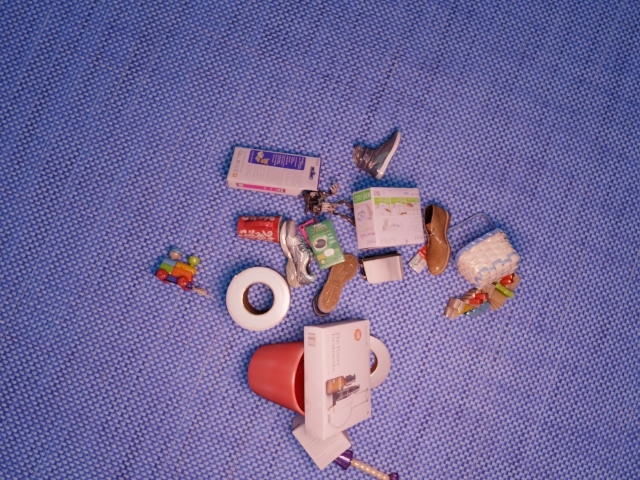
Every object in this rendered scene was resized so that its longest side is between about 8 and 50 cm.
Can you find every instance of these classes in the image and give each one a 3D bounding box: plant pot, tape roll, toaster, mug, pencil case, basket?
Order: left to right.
[{"bbox_3d":[-0.247,-0.062,1.663,0.169,0.150,0.113,4,52,2],"label":"mug"},{"bbox_3d":[-0.240,0.226,1.628,0.246,0.169,0.246,0,87,-3],"label":"tape roll"},{"bbox_3d":[-0.124,0.505,1.554,0.243,0.275,0.275,-2,86,31],"label":"plant pot"},{"bbox_3d":[0.000,0.000,1.691,0.098,0.095,0.209,-39,88,15],"label":"pencil case"},{"bbox_3d":[0.175,0.493,1.678,0.219,0.072,0.219,0,87,-3],"label":"tape roll"},{"bbox_3d":[0.251,0.107,1.659,0.185,0.168,0.110,-10,90,-2],"label":"toaster"},{"bbox_3d":[0.640,0.039,1.677,0.254,0.201,0.289,-26,60,-2],"label":"basket"}]

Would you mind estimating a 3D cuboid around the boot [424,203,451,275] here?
[{"bbox_3d":[0.456,-0.008,1.656,0.115,0.112,0.305,30,58,-36],"label":"boot"}]

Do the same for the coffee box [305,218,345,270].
[{"bbox_3d":[0.020,0.015,1.625,0.113,0.040,0.184,-21,87,5],"label":"coffee box"}]

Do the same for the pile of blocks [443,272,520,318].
[{"bbox_3d":[0.691,0.241,1.695,0.362,0.112,0.149,-31,88,-4],"label":"pile of blocks"}]

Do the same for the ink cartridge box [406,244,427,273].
[{"bbox_3d":[0.429,0.078,1.735,0.063,0.029,0.115,44,86,1],"label":"ink cartridge box"}]

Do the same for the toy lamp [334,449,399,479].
[{"bbox_3d":[0.179,0.921,1.648,0.274,0.080,0.080,26,86,0],"label":"toy lamp"}]

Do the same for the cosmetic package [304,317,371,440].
[{"bbox_3d":[0.069,0.492,1.507,0.097,0.284,0.377,-3,86,40],"label":"cosmetic package"}]

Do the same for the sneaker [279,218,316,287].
[{"bbox_3d":[-0.080,0.046,1.663,0.122,0.110,0.283,-9,97,22],"label":"sneaker"}]

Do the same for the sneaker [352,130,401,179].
[{"bbox_3d":[0.233,-0.393,1.727,0.163,0.086,0.226,28,87,-3],"label":"sneaker"}]

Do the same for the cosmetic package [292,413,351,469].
[{"bbox_3d":[0.001,0.756,1.614,0.151,0.151,0.184,-36,89,-5],"label":"cosmetic package"}]

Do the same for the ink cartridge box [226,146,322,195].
[{"bbox_3d":[-0.185,-0.282,1.681,0.370,0.069,0.176,6,60,0],"label":"ink cartridge box"}]

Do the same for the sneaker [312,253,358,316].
[{"bbox_3d":[0.055,0.188,1.683,0.099,0.153,0.282,31,59,2],"label":"sneaker"}]

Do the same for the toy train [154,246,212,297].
[{"bbox_3d":[-0.529,0.129,1.663,0.248,0.105,0.143,19,73,-1],"label":"toy train"}]

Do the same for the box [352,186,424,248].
[{"bbox_3d":[0.277,-0.089,1.636,0.262,0.126,0.231,-5,88,-34],"label":"box"}]

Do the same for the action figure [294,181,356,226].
[{"bbox_3d":[0.037,-0.159,1.675,0.275,0.141,0.164,20,65,-2],"label":"action figure"}]
